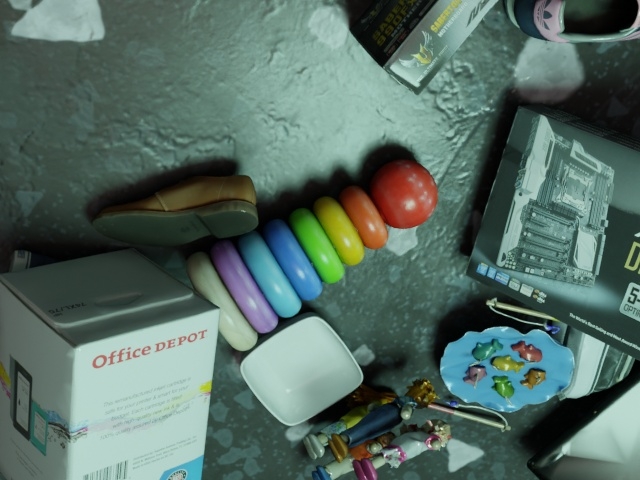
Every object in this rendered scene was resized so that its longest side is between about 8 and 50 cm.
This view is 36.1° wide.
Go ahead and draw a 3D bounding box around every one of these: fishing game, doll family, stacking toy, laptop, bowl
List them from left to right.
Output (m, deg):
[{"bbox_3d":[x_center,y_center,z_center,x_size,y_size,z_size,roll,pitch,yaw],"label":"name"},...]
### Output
[{"bbox_3d":[-0.029,0.170,1.357,0.142,0.053,0.142,-33,116,5],"label":"bowl"},{"bbox_3d":[0.000,0.000,1.250,0.330,0.141,0.141,-32,116,-1],"label":"stacking toy"},{"bbox_3d":[0.077,0.250,1.342,0.163,0.263,0.118,-24,84,-25],"label":"doll family"},{"bbox_3d":[0.259,0.187,1.364,0.189,0.041,0.264,17,134,-9],"label":"fishing game"},{"bbox_3d":[0.588,0.327,1.516,0.382,0.236,0.408,-44,93,12],"label":"laptop"}]

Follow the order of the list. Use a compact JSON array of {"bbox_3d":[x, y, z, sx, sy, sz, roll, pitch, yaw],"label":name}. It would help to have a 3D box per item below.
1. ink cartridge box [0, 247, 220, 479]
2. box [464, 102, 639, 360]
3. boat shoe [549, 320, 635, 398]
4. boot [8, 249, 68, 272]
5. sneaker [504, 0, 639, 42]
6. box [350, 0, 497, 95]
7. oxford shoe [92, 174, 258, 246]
[{"bbox_3d":[-0.267,0.180,1.200,0.198,0.197,0.270,-12,121,-42],"label":"ink cartridge box"},{"bbox_3d":[0.358,-0.008,1.226,0.076,0.307,0.242,-15,126,-51],"label":"box"},{"bbox_3d":[0.406,0.069,1.370,0.119,0.121,0.335,-5,125,-21],"label":"boat shoe"},{"bbox_3d":[-0.370,0.107,1.258,0.086,0.069,0.190,13,110,-22],"label":"boot"},{"bbox_3d":[0.394,-0.285,1.185,0.319,0.131,0.112,-10,115,-6],"label":"sneaker"},{"bbox_3d":[0.142,-0.290,1.110,0.056,0.183,0.231,35,104,-23],"label":"box"},{"bbox_3d":[-0.181,-0.041,1.233,0.212,0.076,0.076,-6,149,7],"label":"oxford shoe"}]
